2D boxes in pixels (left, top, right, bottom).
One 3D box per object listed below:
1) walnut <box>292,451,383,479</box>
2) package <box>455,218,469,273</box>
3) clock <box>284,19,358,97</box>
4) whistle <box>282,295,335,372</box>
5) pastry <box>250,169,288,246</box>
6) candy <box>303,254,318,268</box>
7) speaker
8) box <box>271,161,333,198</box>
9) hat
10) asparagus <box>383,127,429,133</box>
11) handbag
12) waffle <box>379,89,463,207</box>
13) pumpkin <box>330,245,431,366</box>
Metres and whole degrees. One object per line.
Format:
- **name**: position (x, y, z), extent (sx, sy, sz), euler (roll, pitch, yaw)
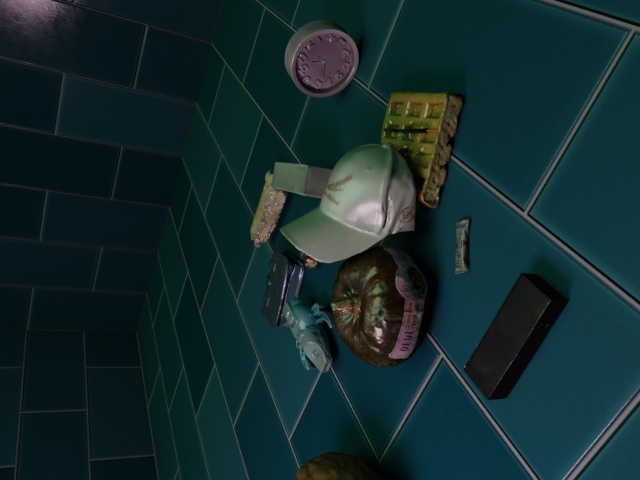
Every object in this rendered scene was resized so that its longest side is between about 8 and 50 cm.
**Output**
- **walnut**: position (0.033, 0.612, 1.182), extent (0.313, 0.252, 0.276), euler (-170, 75, -66)
- **package**: position (0.282, 0.012, 1.104), extent (0.037, 0.015, 0.110), euler (163, 112, -65)
- **clock**: position (0.004, -0.499, 1.534), extent (0.196, 0.197, 0.068), euler (-63, 34, 32)
- **whistle**: position (-0.032, 0.251, 1.552), extent (0.274, 0.093, 0.186), euler (58, 133, 45)
- **pastry**: position (-0.176, -0.112, 1.890), extent (0.258, 0.089, 0.121), euler (-66, 29, 26)
- **candy**: position (0.000, 0.000, 1.606), extent (0.055, 0.049, 0.184), euler (45, 115, 47)
- **speaker**: position (0.329, 0.166, 0.953), extent (0.082, 0.044, 0.218), euler (55, 130, 51)
- **box**: position (-0.037, -0.173, 1.606), extent (0.225, 0.130, 0.086), euler (21, 103, 61)
- **hat**: position (0.044, -0.093, 1.221), extent (0.258, 0.302, 0.167), euler (44, 158, 56)
- **asparagus**: position (0.186, -0.242, 1.221), extent (0.166, 0.016, 0.013), euler (20, 143, 60)
- **handbag**: position (-0.131, 0.152, 1.777), extent (0.179, 0.062, 0.229), euler (31, 111, 59)
- **waffle**: position (0.207, -0.211, 1.247), extent (0.221, 0.055, 0.247), euler (26, 107, 60)
- **pumpkin**: position (0.112, 0.139, 1.205), extent (0.260, 0.190, 0.260), euler (-25, 61, 59)
